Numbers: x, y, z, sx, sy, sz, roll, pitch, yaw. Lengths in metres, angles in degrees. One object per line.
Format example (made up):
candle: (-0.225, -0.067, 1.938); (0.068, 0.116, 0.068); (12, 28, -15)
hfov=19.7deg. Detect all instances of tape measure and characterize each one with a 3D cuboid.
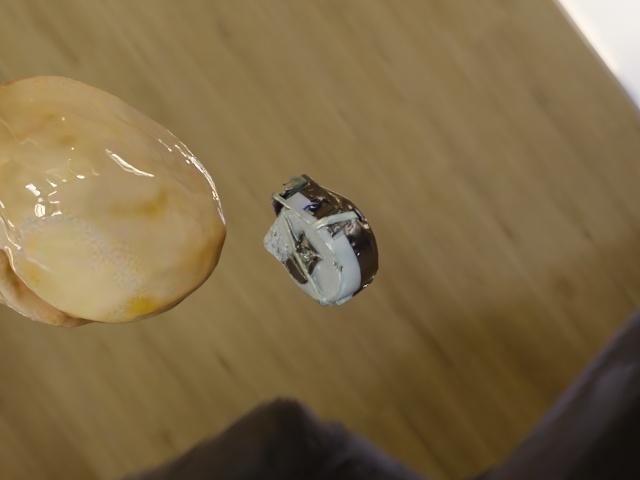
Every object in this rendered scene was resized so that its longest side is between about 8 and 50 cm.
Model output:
tape measure: (0.001, 0.001, 1.415); (0.054, 0.094, 0.091); (-29, -30, -30)

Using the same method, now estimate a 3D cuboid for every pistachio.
pistachio: (-0.225, -0.031, 1.708); (0.230, 0.230, 0.309); (-36, -29, 26)
